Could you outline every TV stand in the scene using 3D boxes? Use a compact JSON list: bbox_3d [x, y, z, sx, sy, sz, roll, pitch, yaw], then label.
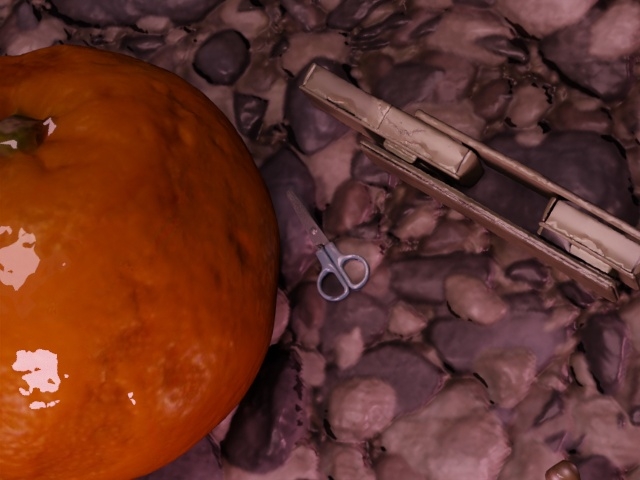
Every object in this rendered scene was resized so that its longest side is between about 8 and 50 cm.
[{"bbox_3d":[0.090,-0.039,0.850,0.249,0.036,0.042,31,88,22],"label":"TV stand"}]

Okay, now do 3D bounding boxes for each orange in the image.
[{"bbox_3d":[-0.150,0.016,0.802,0.261,0.261,0.261,-4,75,16],"label":"orange"}]

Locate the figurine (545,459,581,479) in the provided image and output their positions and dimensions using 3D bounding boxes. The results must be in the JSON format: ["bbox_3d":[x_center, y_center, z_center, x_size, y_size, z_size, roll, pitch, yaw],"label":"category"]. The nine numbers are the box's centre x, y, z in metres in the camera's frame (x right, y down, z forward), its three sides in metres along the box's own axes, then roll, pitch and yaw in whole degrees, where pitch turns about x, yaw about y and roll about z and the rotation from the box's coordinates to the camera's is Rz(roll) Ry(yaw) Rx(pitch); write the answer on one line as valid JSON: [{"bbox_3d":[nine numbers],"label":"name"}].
[{"bbox_3d":[0.259,0.242,0.656,0.207,0.166,0.387,-31,72,-13],"label":"figurine"}]

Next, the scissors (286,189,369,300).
[{"bbox_3d":[0.000,0.000,0.883,0.036,0.006,0.083,-33,69,4],"label":"scissors"}]
